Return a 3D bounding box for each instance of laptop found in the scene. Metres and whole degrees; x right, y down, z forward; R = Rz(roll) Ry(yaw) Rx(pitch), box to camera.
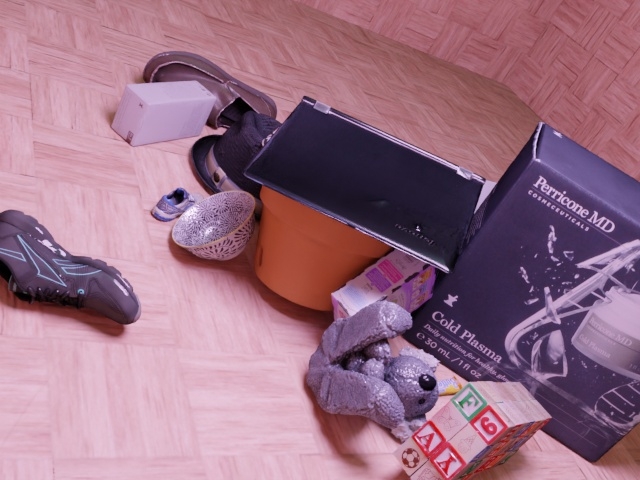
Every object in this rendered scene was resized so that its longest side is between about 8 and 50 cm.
[{"bbox_3d":[0.088,-0.085,1.317,0.382,0.236,0.408,26,-11,5],"label":"laptop"}]

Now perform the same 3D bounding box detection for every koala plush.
[{"bbox_3d":[0.114,0.233,1.151,0.221,0.203,0.196,26,59,-32],"label":"koala plush"}]

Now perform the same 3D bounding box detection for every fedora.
[{"bbox_3d":[-0.132,-0.190,1.579,0.334,0.152,0.334,23,30,-15],"label":"fedora"}]

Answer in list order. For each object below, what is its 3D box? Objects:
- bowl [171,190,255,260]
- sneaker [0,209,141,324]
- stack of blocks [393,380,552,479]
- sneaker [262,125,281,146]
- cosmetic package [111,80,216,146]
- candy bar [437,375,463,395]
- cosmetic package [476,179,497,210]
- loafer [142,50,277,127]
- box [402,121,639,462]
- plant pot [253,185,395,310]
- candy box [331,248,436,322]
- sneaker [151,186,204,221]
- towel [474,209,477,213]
[{"bbox_3d":[-0.189,-0.014,1.304,0.170,0.170,0.080,-90,162,-54],"label":"bowl"},{"bbox_3d":[-0.399,0.064,1.033,0.267,0.101,0.106,30,49,2],"label":"sneaker"},{"bbox_3d":[0.263,0.324,1.137,0.087,0.171,0.297,50,16,29],"label":"stack of blocks"},{"bbox_3d":[-0.092,-0.225,1.475,0.040,0.044,0.109,37,35,-6],"label":"sneaker"},{"bbox_3d":[-0.357,-0.297,1.573,0.085,0.117,0.231,41,29,17],"label":"cosmetic package"},{"bbox_3d":[0.214,0.283,1.315,0.161,0.018,0.040,4,39,-37],"label":"candy bar"},{"bbox_3d":[0.288,-0.150,1.846,0.377,0.097,0.284,7,6,-36],"label":"cosmetic package"},{"bbox_3d":[-0.269,-0.366,1.738,0.366,0.134,0.130,17,32,-23],"label":"loafer"},{"bbox_3d":[0.507,0.102,1.397,0.480,0.471,0.297,33,29,4],"label":"box"},{"bbox_3d":[0.000,0.000,1.320,0.291,0.203,0.291,21,18,-7],"label":"plant pot"},{"bbox_3d":[0.119,0.103,1.268,0.196,0.165,0.070,-34,63,-16],"label":"candy box"},{"bbox_3d":[-0.275,-0.079,1.373,0.052,0.058,0.135,39,30,13],"label":"sneaker"},{"bbox_3d":[0.481,-0.030,1.720,0.374,0.090,0.320,0,-3,35],"label":"towel"}]
